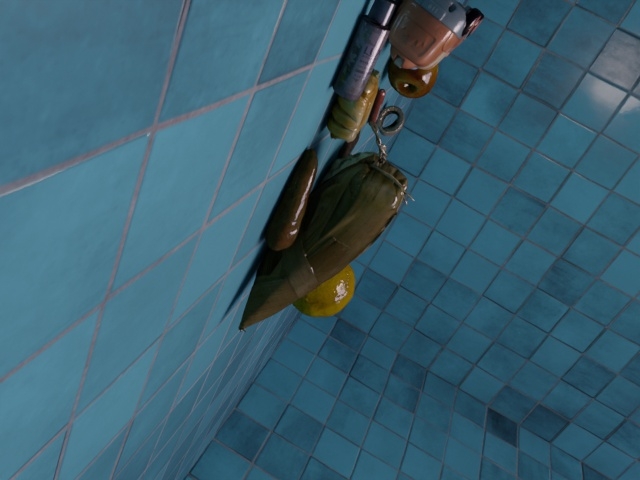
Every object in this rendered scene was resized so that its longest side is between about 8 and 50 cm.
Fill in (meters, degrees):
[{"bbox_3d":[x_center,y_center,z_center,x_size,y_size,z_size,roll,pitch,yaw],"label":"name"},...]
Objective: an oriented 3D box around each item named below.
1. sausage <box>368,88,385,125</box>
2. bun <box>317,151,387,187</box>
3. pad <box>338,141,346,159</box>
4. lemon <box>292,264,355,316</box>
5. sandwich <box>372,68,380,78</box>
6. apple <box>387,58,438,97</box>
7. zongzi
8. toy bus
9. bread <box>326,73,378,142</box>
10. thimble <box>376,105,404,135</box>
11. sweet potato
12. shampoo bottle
[{"bbox_3d":[0.193,-0.452,1.970,0.029,0.029,0.223,-58,174,-20],"label":"sausage"},{"bbox_3d":[0.086,-0.186,1.825,0.287,0.146,0.287,-45,176,-4],"label":"bun"},{"bbox_3d":[0.098,-0.320,1.941,0.158,0.003,0.235,-59,174,-10],"label":"pad"},{"bbox_3d":[-0.001,0.160,2.178,0.293,0.293,0.293,-59,174,-10],"label":"lemon"},{"bbox_3d":[0.117,-0.406,1.508,0.093,0.035,0.105,-62,173,31],"label":"sandwich"},{"bbox_3d":[0.296,-0.535,1.794,0.163,0.146,0.147,43,60,-46],"label":"apple"},{"bbox_3d":[0.017,0.014,1.430,0.467,0.218,0.500,-59,-169,-30],"label":"zongzi"},{"bbox_3d":[0.280,-0.549,1.495,0.232,0.194,0.288,-54,178,23],"label":"toy bus"},{"bbox_3d":[0.076,-0.317,1.360,0.119,0.084,0.177,-51,169,-51],"label":"bread"},{"bbox_3d":[0.277,-0.471,2.268,0.115,0.102,0.090,-31,178,8],"label":"thimble"},{"bbox_3d":[-0.066,-0.089,1.377,0.273,0.075,0.075,-67,172,22],"label":"sweet potato"},{"bbox_3d":[0.093,-0.397,1.192,0.214,0.072,0.072,-64,173,35],"label":"shampoo bottle"}]
